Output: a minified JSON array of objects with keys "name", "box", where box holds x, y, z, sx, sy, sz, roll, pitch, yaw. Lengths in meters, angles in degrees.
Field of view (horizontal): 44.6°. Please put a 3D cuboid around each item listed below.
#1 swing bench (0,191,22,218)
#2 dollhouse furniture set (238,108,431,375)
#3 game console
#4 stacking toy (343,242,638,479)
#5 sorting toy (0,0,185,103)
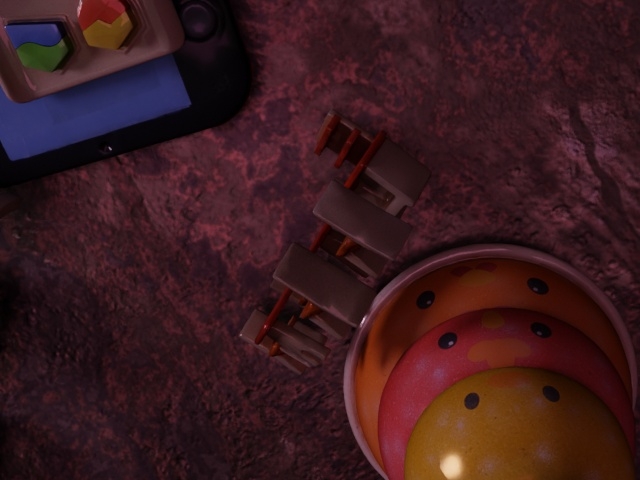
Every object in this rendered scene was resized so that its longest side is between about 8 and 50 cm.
[{"name":"swing bench","box":[-0.513,0.035,0.895,0.253,0.165,0.255,19,116,1]},{"name":"dollhouse furniture set","box":[0.000,0.000,0.856,0.135,0.262,0.259,32,67,-1]},{"name":"game console","box":[-0.294,-0.249,0.856,0.386,0.060,0.342,-15,120,5]},{"name":"stacking toy","box":[0.193,0.211,0.751,0.350,0.480,0.351,1,101,3]},{"name":"sorting toy","box":[-0.270,-0.258,0.808,0.208,0.038,0.193,-17,114,7]}]
